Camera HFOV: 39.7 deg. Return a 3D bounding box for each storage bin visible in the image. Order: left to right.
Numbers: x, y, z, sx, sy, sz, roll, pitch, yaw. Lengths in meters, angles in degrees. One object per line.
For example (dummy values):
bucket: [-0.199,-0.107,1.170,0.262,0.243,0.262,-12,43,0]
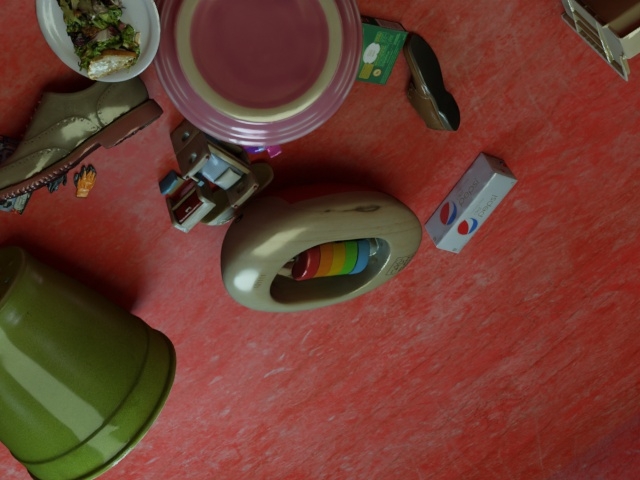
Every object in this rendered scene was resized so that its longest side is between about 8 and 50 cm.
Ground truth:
storage bin: [0.563,-0.436,1.501,0.262,0.260,0.123,-33,132,10]

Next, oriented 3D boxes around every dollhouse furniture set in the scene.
dollhouse furniture set: [-0.228,-0.102,1.582,0.184,0.129,0.129,-42,133,19]

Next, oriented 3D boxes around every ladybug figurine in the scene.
ladybug figurine: [0.000,0.000,1.723,0.449,0.162,0.305,-3,139,-36]

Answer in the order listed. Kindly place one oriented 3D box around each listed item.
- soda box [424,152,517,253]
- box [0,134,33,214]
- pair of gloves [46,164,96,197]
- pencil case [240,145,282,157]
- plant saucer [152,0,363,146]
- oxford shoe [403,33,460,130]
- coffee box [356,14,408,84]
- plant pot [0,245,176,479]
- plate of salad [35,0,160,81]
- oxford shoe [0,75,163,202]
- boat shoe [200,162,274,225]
soda box: [0.315,-0.077,1.876,0.069,0.074,0.216,13,126,-33]
box: [-0.533,-0.111,1.518,0.094,0.027,0.137,17,124,-33]
pair of gloves: [-0.442,-0.108,1.572,0.083,0.010,0.074,10,128,-29]
pencil case: [-0.125,-0.254,1.501,0.104,0.104,0.236,-23,136,-1]
plant saucer: [-0.095,-0.307,1.356,0.332,0.084,0.332,-1,102,-7]
oxford shoe: [0.187,-0.282,1.632,0.076,0.076,0.212,1,136,34]
coffee box: [0.049,-0.336,1.535,0.184,0.040,0.113,3,130,-26]
plant pot: [-0.518,0.205,1.637,0.366,0.366,0.353,-32,124,8]
plate of salad: [-0.337,-0.327,1.322,0.200,0.048,0.200,7,124,11]
oxford shoe: [-0.436,-0.172,1.445,0.348,0.123,0.130,-31,101,-6]
boat shoe: [-0.156,-0.086,1.686,0.170,0.063,0.059,-33,159,10]
